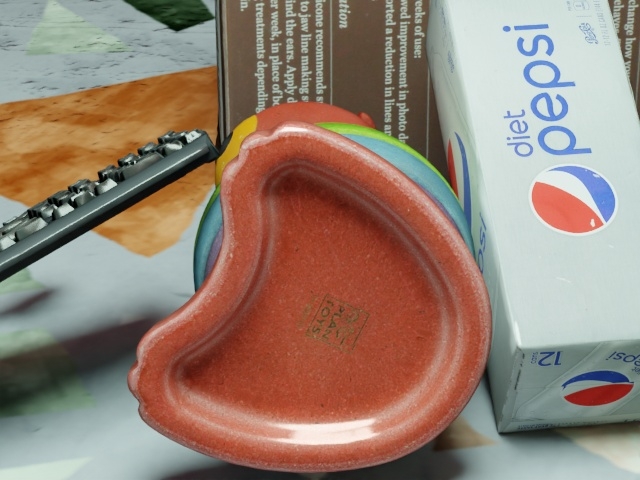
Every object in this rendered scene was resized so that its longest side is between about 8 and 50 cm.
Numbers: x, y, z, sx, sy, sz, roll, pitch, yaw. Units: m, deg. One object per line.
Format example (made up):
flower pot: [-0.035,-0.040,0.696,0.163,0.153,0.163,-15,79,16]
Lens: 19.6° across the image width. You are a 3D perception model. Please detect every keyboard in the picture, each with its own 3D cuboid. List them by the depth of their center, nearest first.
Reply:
keyboard: [-0.204,0.025,0.999,0.317,0.033,0.201,-30,4,-16]

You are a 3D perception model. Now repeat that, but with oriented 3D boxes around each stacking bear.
stacking bear: [0.000,0.000,1.038,0.164,0.175,0.289,24,15,-10]

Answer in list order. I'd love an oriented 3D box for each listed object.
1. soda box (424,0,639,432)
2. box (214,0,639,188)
soda box: [0.127,-0.038,1.047,0.098,0.091,0.286,-4,55,-6]
box: [0.116,-0.145,1.271,0.381,0.191,0.143,-2,27,-4]
